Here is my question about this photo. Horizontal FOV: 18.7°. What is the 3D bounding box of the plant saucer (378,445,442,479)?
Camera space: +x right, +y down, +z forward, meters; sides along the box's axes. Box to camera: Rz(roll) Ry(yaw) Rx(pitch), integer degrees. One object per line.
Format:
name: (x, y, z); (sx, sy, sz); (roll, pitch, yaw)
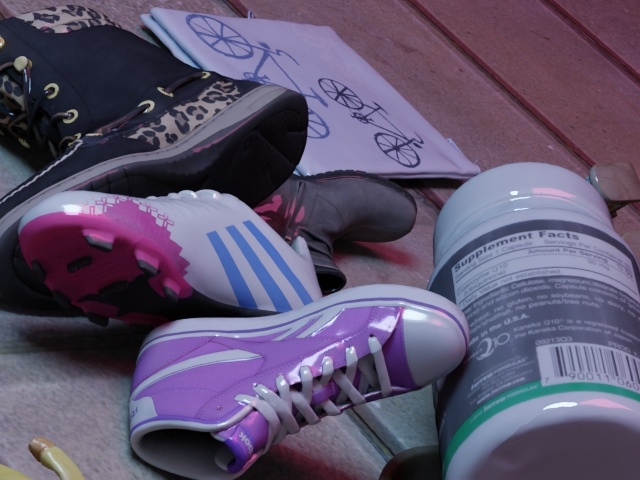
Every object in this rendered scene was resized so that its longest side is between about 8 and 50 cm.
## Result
plant saucer: (0.163, 0.281, 1.662); (0.278, 0.041, 0.278); (25, 26, -13)

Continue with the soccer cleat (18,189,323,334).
soccer cleat: (-0.127, 0.008, 1.665); (0.331, 0.116, 0.143); (28, 47, -42)

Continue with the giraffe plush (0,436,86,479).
giraffe plush: (-0.191, 0.244, 1.213); (0.181, 0.210, 0.170); (44, 58, -5)

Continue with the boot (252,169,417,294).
boot: (0.000, 0.000, 1.985); (0.246, 0.083, 0.161); (11, 37, -26)

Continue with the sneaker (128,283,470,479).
sneaker: (-0.017, 0.129, 1.564); (0.282, 0.102, 0.161); (-12, 30, 10)

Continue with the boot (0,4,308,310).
boot: (-0.229, -0.090, 1.794); (0.284, 0.138, 0.377); (29, 45, 31)

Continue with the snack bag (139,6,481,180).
snack bag: (-0.008, -0.170, 2.328); (0.342, 0.037, 0.323); (-3, 42, -50)

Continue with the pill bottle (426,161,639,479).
pill bottle: (0.196, 0.102, 1.698); (0.204, 0.204, 0.361); (23, 33, -17)

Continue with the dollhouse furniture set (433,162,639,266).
dollhouse furniture set: (0.233, 0.068, 1.950); (0.161, 0.212, 0.242); (-4, 69, -54)
